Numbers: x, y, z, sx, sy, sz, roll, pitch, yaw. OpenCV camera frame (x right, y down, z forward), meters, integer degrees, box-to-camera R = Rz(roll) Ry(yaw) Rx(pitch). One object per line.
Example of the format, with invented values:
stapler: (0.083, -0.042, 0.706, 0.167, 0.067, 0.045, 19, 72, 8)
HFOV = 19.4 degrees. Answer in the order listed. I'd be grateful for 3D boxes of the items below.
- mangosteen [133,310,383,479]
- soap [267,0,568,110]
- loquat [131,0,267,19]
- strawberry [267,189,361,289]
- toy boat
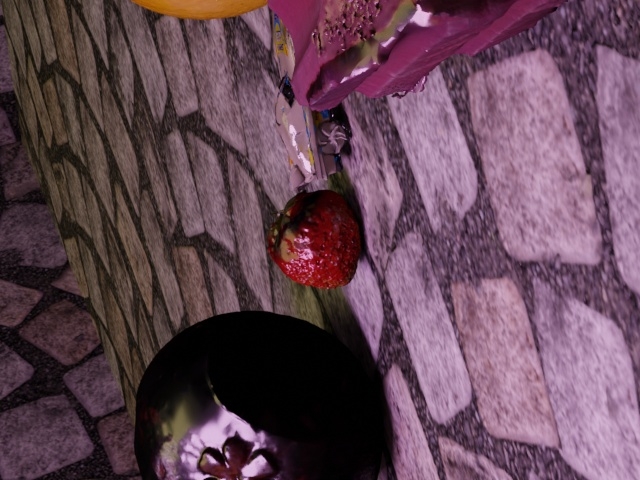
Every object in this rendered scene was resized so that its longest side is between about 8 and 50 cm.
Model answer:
mangosteen: (-0.057, 0.187, 1.969, 0.233, 0.288, 0.287, 108, 146, -48)
soap: (0.061, -0.166, 1.271, 0.289, 0.182, 0.112, 140, 114, -79)
loquat: (-0.106, -0.332, 1.618, 0.275, 0.275, 0.274, 165, 90, -76)
strawberry: (0.000, 0.001, 1.856, 0.106, 0.106, 0.106, 165, 90, -76)
toy boat: (-0.019, -0.154, 1.813, 0.084, 0.066, 0.210, -165, 62, -72)
